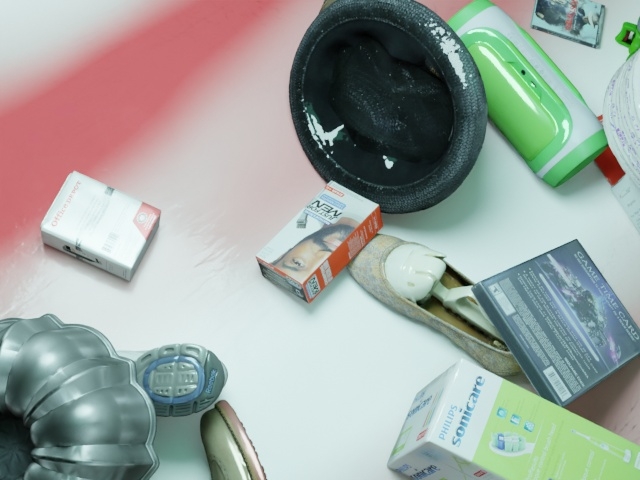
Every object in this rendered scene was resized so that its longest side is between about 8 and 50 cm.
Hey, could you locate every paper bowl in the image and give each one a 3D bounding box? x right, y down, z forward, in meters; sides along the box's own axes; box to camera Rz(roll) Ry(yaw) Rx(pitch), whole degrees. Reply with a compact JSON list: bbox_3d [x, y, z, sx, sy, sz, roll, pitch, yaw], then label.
[{"bbox_3d":[0.553,-0.165,1.516,0.284,0.148,0.284,7,67,-16],"label":"paper bowl"}]

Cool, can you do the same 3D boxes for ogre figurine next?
[{"bbox_3d":[0.549,-0.345,1.673,0.097,0.118,0.197,7,69,-13],"label":"ogre figurine"}]

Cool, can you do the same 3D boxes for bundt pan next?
[{"bbox_3d":[-0.362,0.243,1.188,0.331,0.124,0.330,-2,81,9],"label":"bundt pan"}]

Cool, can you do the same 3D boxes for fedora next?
[{"bbox_3d":[0.118,-0.202,1.490,0.152,0.334,0.334,-12,68,-53],"label":"fedora"}]

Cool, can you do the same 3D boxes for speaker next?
[{"bbox_3d":[0.307,-0.228,1.573,0.131,0.131,0.296,-34,79,-21],"label":"speaker"}]

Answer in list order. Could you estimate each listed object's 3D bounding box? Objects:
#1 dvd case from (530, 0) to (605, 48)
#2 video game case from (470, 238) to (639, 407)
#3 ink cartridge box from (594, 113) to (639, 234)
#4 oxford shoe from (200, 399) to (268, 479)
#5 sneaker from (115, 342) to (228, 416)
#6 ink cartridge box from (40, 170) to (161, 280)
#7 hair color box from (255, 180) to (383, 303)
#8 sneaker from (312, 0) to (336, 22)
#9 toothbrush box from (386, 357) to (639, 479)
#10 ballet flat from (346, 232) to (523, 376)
[{"bbox_3d":[0.415,-0.376,1.715,0.119,0.013,0.087,18,66,-5],"label":"dvd case"},{"bbox_3d":[0.344,0.111,1.437,0.274,0.026,0.196,-18,71,-47],"label":"video game case"},{"bbox_3d":[0.580,-0.141,1.632,0.275,0.060,0.239,-25,77,-19],"label":"ink cartridge box"},{"bbox_3d":[-0.115,0.371,1.257,0.130,0.123,0.348,-12,71,-10],"label":"oxford shoe"},{"bbox_3d":[-0.257,0.187,1.307,0.297,0.129,0.111,0,82,9],"label":"sneaker"},{"bbox_3d":[-0.301,-0.019,1.405,0.135,0.056,0.099,25,66,-2],"label":"ink cartridge box"},{"bbox_3d":[0.000,0.000,1.443,0.093,0.053,0.167,29,64,31],"label":"hair color box"},{"bbox_3d":[0.037,-0.377,1.621,0.071,0.066,0.188,37,60,22],"label":"sneaker"},{"bbox_3d":[0.255,0.286,1.317,0.283,0.206,0.122,28,67,-1],"label":"toothbrush box"},{"bbox_3d":[0.178,0.072,1.439,0.316,0.106,0.107,32,66,2],"label":"ballet flat"}]
